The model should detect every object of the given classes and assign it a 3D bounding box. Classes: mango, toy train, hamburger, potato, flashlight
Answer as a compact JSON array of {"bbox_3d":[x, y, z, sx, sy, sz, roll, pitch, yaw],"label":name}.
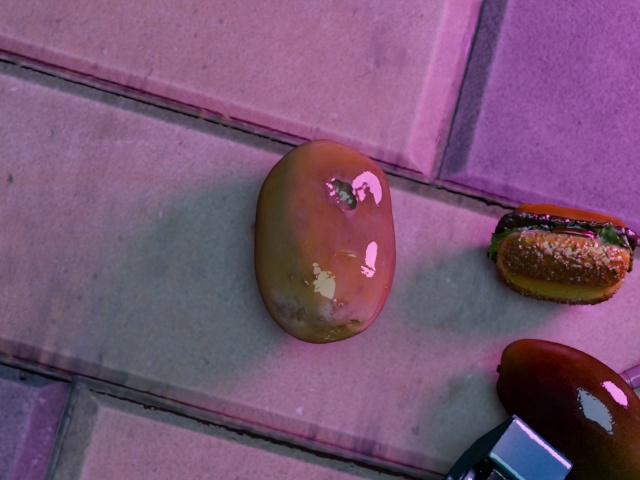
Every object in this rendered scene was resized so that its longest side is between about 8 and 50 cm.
[{"bbox_3d":[0.307,0.214,1.871,0.133,0.111,0.267,-43,91,16],"label":"mango"},{"bbox_3d":[0.184,0.277,1.814,0.107,0.198,0.154,41,63,2],"label":"toy train"},{"bbox_3d":[0.273,0.018,1.890,0.166,0.137,0.087,8,58,-1],"label":"hamburger"},{"bbox_3d":[0.000,0.000,1.855,0.150,0.146,0.234,26,56,-46],"label":"potato"},{"bbox_3d":[0.365,0.159,1.935,0.110,0.031,0.052,-22,109,-7],"label":"flashlight"}]
